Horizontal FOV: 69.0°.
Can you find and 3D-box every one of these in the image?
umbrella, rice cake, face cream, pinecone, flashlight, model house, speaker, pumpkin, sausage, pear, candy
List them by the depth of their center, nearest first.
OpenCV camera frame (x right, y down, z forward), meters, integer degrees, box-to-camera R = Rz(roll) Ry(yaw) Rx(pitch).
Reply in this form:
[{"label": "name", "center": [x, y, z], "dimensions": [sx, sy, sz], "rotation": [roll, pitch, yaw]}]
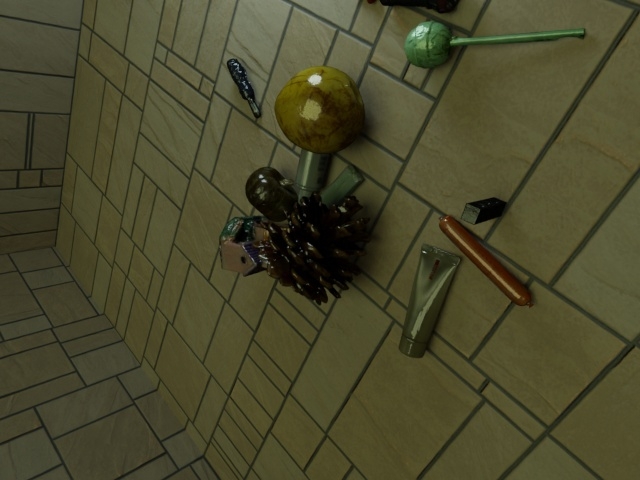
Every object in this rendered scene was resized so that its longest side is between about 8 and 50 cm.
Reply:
[{"label": "candy", "center": [0.423, -0.512, 1.187], "dimensions": [0.440, 0.119, 0.119], "rotation": [9, 105, 32]}, {"label": "speaker", "center": [0.422, -0.077, 1.201], "dimensions": [0.040, 0.191, 0.046], "rotation": [31, 117, 31]}, {"label": "flashlight", "center": [0.264, -0.684, 1.286], "dimensions": [0.232, 0.093, 0.092], "rotation": [25, 114, 35]}, {"label": "sausage", "center": [0.452, 0.054, 1.294], "dimensions": [0.347, 0.053, 0.053], "rotation": [50, 126, 23]}, {"label": "face cream", "center": [0.321, 0.191, 1.426], "dimensions": [0.137, 0.084, 0.341], "rotation": [26, 108, 45]}, {"label": "pear", "center": [0.001, -0.401, 1.448], "dimensions": [0.281, 0.281, 0.280], "rotation": [10, 105, 39]}, {"label": "pinecone", "center": [0.000, 0.000, 1.508], "dimensions": [0.385, 0.385, 0.384], "rotation": [10, 105, 39]}, {"label": "rice cake", "center": [0.057, -0.166, 1.598], "dimensions": [0.222, 0.042, 0.080], "rotation": [-46, 65, 38]}, {"label": "face cream", "center": [-0.037, -0.219, 1.629], "dimensions": [0.101, 0.101, 0.251], "rotation": [29, 117, 33]}, {"label": "pumpkin", "center": [-0.164, -0.172, 1.682], "dimensions": [0.162, 0.219, 0.219], "rotation": [-36, 74, 17]}, {"label": "model house", "center": [-0.215, 0.022, 1.747], "dimensions": [0.238, 0.237, 0.202], "rotation": [12, 102, 35]}, {"label": "umbrella", "center": [-0.287, -0.590, 1.798], "dimensions": [0.071, 0.071, 0.248], "rotation": [-35, 80, 39]}]

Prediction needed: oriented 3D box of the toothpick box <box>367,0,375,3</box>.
[{"label": "toothpick box", "center": [0.134, -0.754, 1.408], "dimensions": [0.083, 0.047, 0.047], "rotation": [48, 125, 23]}]
